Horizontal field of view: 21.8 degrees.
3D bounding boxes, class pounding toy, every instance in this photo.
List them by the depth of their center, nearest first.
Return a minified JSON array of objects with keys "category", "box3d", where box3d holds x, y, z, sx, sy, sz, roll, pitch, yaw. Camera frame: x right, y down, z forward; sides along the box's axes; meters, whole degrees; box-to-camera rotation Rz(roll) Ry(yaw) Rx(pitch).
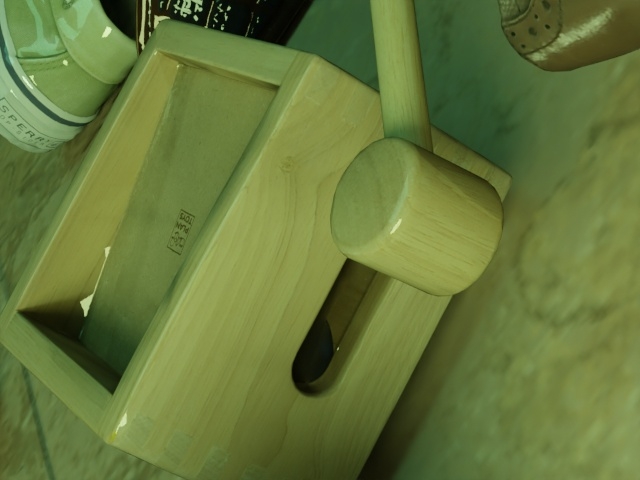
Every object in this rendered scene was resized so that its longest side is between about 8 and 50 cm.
[{"category":"pounding toy","box3d":[0.007,-0.007,0.512,0.181,0.094,0.206,-62,29,-2]}]

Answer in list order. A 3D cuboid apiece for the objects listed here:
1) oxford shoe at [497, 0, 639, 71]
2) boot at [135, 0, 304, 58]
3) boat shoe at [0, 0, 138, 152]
[{"category":"oxford shoe","box3d":[0.089,-0.213,0.543,0.133,0.130,0.363,-42,32,43]},{"category":"boot","box3d":[-0.029,-0.164,0.755,0.106,0.082,0.219,-130,58,-83]},{"category":"boat shoe","box3d":[-0.140,-0.180,0.910,0.094,0.109,0.302,-29,52,22]}]
